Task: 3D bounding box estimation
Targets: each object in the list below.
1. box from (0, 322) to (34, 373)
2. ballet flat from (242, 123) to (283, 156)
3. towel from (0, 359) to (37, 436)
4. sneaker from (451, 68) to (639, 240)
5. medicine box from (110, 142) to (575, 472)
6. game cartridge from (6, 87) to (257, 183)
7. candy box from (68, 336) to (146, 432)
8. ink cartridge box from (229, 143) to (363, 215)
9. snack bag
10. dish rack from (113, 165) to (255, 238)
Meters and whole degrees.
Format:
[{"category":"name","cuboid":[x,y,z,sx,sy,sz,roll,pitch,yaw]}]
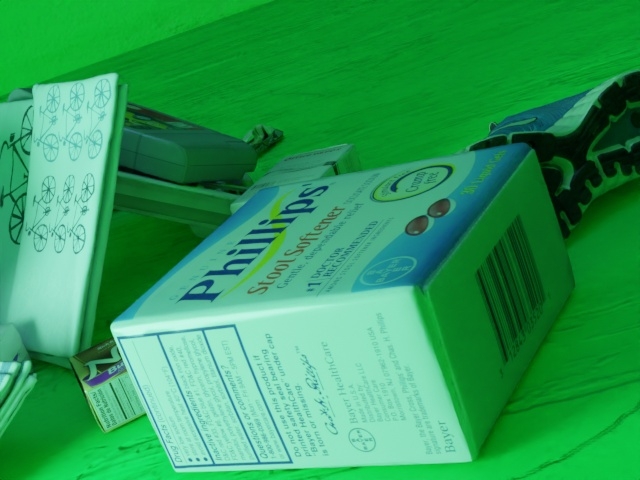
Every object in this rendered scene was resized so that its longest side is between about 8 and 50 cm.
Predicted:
[{"category":"box","cuboid":[-0.477,0.170,1.387,0.324,0.063,0.067,-16,20,16]},{"category":"ballet flat","cuboid":[-0.093,-0.155,1.907,0.041,0.041,0.114,-8,23,34]},{"category":"towel","cuboid":[-0.404,0.201,1.194,0.285,0.034,0.209,-4,47,44]},{"category":"sneaker","cuboid":[0.205,-0.060,1.245,0.330,0.129,0.147,-26,5,-23]},{"category":"medicine box","cuboid":[0.026,0.055,1.037,0.289,0.149,0.263,-8,23,32]},{"category":"game cartridge","cuboid":[-0.251,-0.139,1.615,0.294,0.060,0.196,20,17,25]},{"category":"candy box","cuboid":[-0.145,0.109,1.218,0.187,0.053,0.109,-24,19,-13]},{"category":"ink cartridge box","cuboid":[-0.024,-0.055,1.520,0.109,0.063,0.150,-9,22,30]},{"category":"snack bag","cuboid":[-0.338,-0.026,1.448,0.037,0.323,0.343,10,-4,-39]},{"category":"dish rack","cuboid":[-0.234,-0.082,1.658,0.286,0.072,0.333,11,13,-14]}]
